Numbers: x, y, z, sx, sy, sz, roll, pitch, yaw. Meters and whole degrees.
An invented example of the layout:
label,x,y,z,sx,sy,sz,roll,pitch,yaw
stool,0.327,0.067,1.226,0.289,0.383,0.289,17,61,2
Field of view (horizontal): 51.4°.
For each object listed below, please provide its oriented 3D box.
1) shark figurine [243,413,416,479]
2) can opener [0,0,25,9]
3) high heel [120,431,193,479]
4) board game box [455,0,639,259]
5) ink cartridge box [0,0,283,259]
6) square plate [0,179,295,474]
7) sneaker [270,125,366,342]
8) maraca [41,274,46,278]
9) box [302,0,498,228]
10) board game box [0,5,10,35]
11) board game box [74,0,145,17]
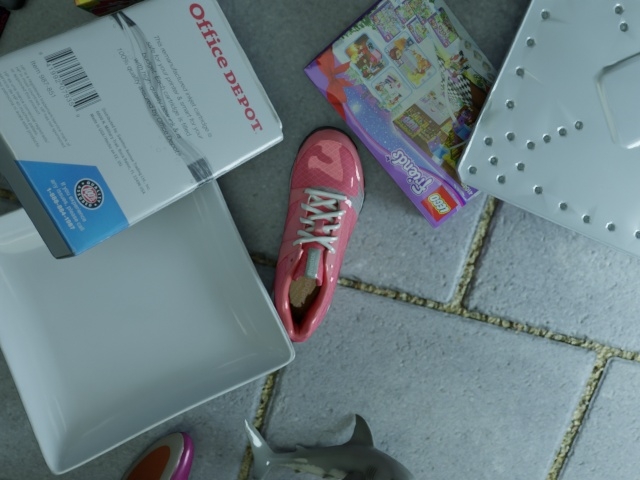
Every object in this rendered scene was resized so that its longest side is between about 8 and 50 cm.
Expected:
label,x,y,z,sx,sy,sz,roll,pitch,yaw
shark figurine,0.026,0.334,1.063,0.278,0.166,0.116,4,80,16
can opener,-0.367,-0.433,0.846,0.074,0.093,0.280,31,108,-9
high heel,-0.264,0.488,1.107,0.181,0.127,0.377,25,101,-36
board game box,0.420,-0.191,0.891,0.389,0.050,0.390,22,97,-10
ink cartridge box,-0.234,-0.148,0.818,0.307,0.129,0.223,-34,102,-28
square plate,-0.259,0.080,0.905,0.347,0.049,0.344,-24,84,-11
sneaker,0.001,0.000,0.935,0.115,0.136,0.314,9,105,-4
maraca,-0.383,0.047,0.968,0.127,0.099,0.186,38,92,-27
box,0.144,-0.190,0.924,0.201,0.057,0.293,-39,102,8
board game box,-0.625,-0.305,0.899,0.346,0.056,0.208,29,99,-7
board game box,-0.173,-0.339,0.848,0.259,0.124,0.039,-18,98,5
